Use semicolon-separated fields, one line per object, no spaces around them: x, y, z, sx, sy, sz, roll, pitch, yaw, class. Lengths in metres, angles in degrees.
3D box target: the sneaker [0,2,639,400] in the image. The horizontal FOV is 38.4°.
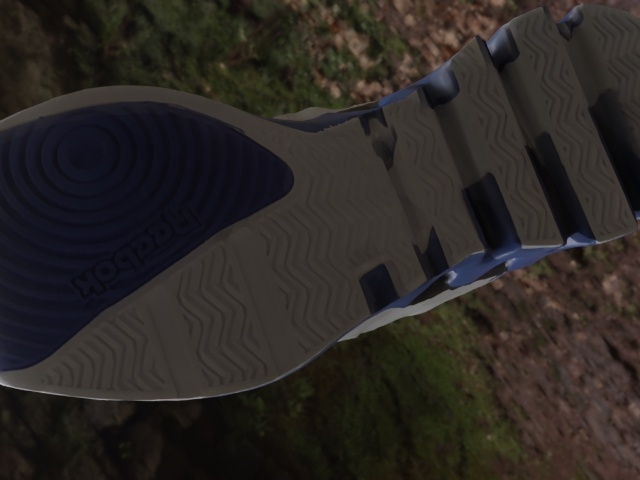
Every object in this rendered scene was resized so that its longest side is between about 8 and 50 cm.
0.001;0.000;0.437;0.182;0.315;0.127;125;130;-73;sneaker
